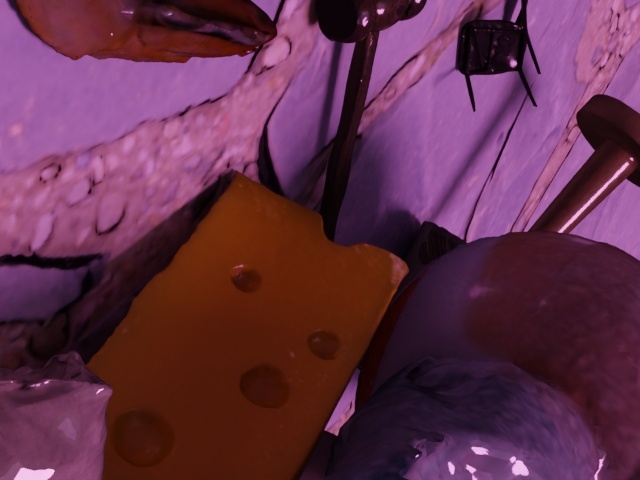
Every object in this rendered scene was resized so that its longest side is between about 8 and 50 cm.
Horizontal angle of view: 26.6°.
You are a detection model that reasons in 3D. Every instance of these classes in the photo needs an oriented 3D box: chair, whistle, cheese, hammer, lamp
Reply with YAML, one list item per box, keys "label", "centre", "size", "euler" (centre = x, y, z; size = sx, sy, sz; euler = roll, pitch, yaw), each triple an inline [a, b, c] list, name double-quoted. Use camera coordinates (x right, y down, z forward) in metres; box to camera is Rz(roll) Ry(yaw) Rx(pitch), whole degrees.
- label: "chair"
  centre: [0.096, -0.107, 0.738]
  size: [0.086, 0.042, 0.037]
  euler: [-87, -179, -47]
- label: "whistle"
  centre: [0.065, 0.094, 0.600]
  size: [0.348, 0.189, 0.189]
  euler: [-20, 133, -59]
- label: "cheese"
  centre: [-0.039, 0.059, 0.571]
  size: [0.171, 0.093, 0.126]
  euler: [-60, 173, -22]
- label: "hammer"
  centre: [0.000, 0.000, 0.678]
  size: [0.058, 0.029, 0.292]
  euler: [-29, 141, -45]
- label: "lamp"
  centre: [0.117, 0.018, 0.788]
  size: [0.214, 0.121, 0.121]
  euler: [-46, 152, -6]

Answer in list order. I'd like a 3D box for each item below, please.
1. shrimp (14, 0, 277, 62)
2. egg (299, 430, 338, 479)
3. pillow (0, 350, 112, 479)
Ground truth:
- label: "shrimp"
  centre: [-0.024, -0.126, 0.480]
  size: [0.173, 0.058, 0.253]
  euler: [-55, 151, 5]
- label: "egg"
  centre: [-0.025, 0.150, 0.685]
  size: [0.135, 0.103, 0.103]
  euler: [-35, 144, -45]
- label: "pillow"
  centre: [-0.140, 0.115, 0.447]
  size: [0.134, 0.078, 0.181]
  euler: [-4, 118, -31]
